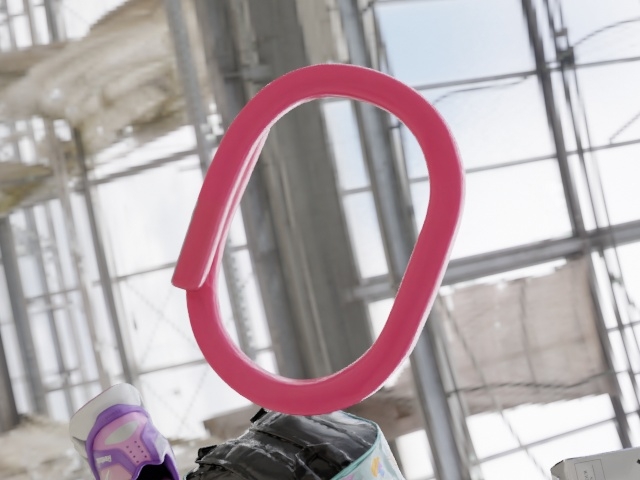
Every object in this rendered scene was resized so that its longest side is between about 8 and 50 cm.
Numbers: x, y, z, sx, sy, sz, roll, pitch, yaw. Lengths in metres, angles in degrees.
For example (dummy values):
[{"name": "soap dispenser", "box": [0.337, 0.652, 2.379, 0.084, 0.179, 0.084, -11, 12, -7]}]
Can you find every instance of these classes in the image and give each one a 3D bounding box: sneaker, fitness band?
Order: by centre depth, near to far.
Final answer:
[{"name": "fitness band", "box": [0.000, 0.000, 1.073, 0.054, 0.209, 0.290, -11, 122, -82]}, {"name": "sneaker", "box": [-0.181, 0.251, 1.336, 0.104, 0.095, 0.236, 41, -24, 33]}]

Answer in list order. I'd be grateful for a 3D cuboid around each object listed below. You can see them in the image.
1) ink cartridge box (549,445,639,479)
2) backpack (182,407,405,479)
[{"name": "ink cartridge box", "box": [0.188, 0.204, 0.654, 0.046, 0.097, 0.207, 97, -16, -73]}, {"name": "backpack", "box": [-0.012, 0.231, 1.178, 0.188, 0.166, 0.144, -8, -70, 62]}]
